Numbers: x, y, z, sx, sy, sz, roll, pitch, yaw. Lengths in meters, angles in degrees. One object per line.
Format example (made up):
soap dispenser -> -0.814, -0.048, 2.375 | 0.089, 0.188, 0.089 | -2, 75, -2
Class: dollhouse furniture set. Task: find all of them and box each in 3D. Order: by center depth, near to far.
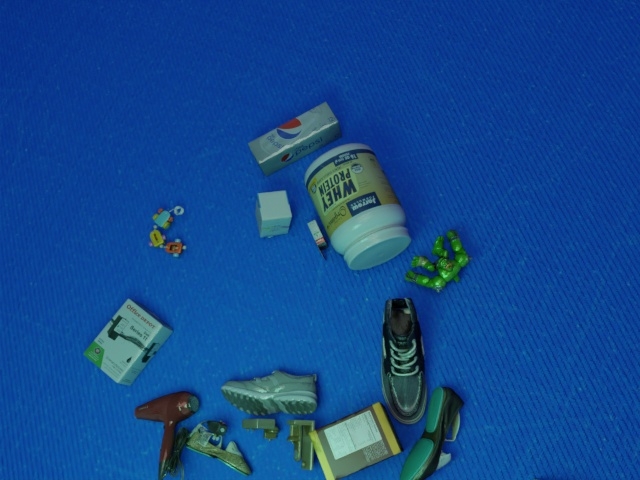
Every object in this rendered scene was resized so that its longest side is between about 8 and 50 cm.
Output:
dollhouse furniture set -> -0.116, 0.539, 1.553 | 0.151, 0.144, 0.123 | 11, 69, -25

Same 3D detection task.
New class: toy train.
toy train -> -0.477, -0.023, 1.864 | 0.125, 0.046, 0.166 | -2, 74, 7

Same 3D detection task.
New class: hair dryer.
hair dryer -> -0.417, 0.517, 1.607 | 0.294, 0.080, 0.223 | 23, 59, 41

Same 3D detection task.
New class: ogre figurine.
ogre figurine -> 0.347, 0.065, 1.674 | 0.197, 0.096, 0.118 | -33, 50, -19

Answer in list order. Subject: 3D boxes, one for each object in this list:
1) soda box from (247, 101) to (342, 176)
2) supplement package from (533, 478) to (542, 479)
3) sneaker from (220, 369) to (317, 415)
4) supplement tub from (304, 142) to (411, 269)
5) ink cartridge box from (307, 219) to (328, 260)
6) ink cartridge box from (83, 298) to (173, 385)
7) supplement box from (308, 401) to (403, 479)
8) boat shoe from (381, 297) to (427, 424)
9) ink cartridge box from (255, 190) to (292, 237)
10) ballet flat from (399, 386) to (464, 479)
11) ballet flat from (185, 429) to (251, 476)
soda box -> -0.079, -0.323, 1.874 | 0.287, 0.098, 0.091 | -28, 69, -1
supplement package -> 0.602, 0.659, 1.413 | 0.180, 0.105, 0.105 | 16, 75, 13
sneaker -> -0.138, 0.419, 1.641 | 0.282, 0.105, 0.115 | 2, 42, 12
supplement tub -> 0.109, -0.096, 1.693 | 0.229, 0.228, 0.316 | -24, 69, 0
ink cartridge box -> 0.000, 0.000, 1.765 | 0.029, 0.063, 0.115 | -26, 69, 2
ink cartridge box -> -0.567, 0.300, 1.741 | 0.153, 0.087, 0.208 | 33, 78, 18
supplement box -> 0.097, 0.516, 1.499 | 0.194, 0.191, 0.129 | -24, 69, 1
boat shoe -> 0.216, 0.313, 1.569 | 0.127, 0.158, 0.340 | -8, 70, 7
ink cartridge box -> -0.145, -0.076, 1.782 | 0.090, 0.143, 0.092 | -8, 69, -12
ballet flat -> 0.302, 0.520, 1.518 | 0.096, 0.095, 0.280 | 31, 74, -12
ballet flat -> -0.272, 0.574, 1.607 | 0.206, 0.073, 0.067 | 20, 67, 13
